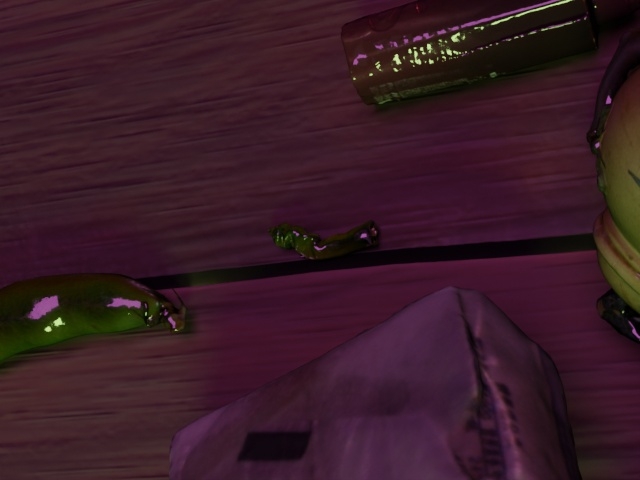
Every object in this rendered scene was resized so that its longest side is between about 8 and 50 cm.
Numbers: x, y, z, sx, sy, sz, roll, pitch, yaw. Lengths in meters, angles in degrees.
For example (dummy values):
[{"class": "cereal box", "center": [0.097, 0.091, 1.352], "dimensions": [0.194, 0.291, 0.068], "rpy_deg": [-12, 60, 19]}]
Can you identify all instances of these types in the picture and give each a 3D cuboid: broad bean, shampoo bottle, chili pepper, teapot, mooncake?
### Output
[{"class": "broad bean", "center": [-0.219, 0.061, 0.828], "dimensions": [0.254, 0.046, 0.065], "rpy_deg": [-13, 81, 16]}, {"class": "shampoo bottle", "center": [0.133, -0.148, 0.749], "dimensions": [0.236, 0.067, 0.068], "rpy_deg": [-14, 59, 17]}, {"class": "chili pepper", "center": [0.000, 0.000, 0.779], "dimensions": [0.083, 0.022, 0.027], "rpy_deg": [0, 106, 21]}, {"class": "teapot", "center": [0.220, -0.019, 0.635], "dimensions": [0.182, 0.173, 0.269], "rpy_deg": [-62, 32, 28]}, {"class": "mooncake", "center": [0.031, 0.172, 0.609], "dimensions": [0.254, 0.136, 0.250], "rpy_deg": [-31, 34, 17]}]
